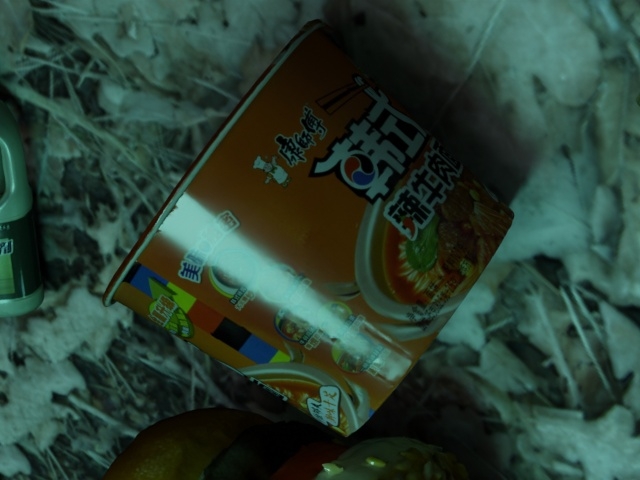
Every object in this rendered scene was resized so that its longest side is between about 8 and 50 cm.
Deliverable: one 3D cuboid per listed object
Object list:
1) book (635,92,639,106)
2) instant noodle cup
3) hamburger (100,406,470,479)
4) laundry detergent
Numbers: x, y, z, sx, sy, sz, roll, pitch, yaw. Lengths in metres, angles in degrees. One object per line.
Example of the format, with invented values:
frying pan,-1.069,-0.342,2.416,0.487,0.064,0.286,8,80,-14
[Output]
book,0.346,-0.145,1.169,0.217,0.021,0.310,35,128,12
instant noodle cup,0.000,0.000,1.340,0.192,0.250,0.250,37,129,-1
hamburger,-0.016,0.287,1.437,0.250,0.330,0.330,5,116,31
laundry detergent,-0.279,-0.051,1.586,0.099,0.070,0.226,17,122,34
